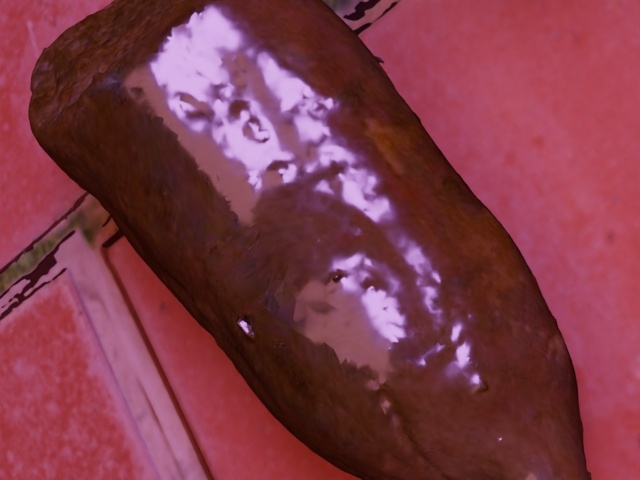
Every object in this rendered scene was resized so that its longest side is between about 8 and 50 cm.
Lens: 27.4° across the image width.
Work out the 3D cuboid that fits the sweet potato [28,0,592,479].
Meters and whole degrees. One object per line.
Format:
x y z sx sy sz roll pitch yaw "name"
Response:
0.000 0.000 0.606 0.158 0.158 0.369 -46 74 23 "sweet potato"
